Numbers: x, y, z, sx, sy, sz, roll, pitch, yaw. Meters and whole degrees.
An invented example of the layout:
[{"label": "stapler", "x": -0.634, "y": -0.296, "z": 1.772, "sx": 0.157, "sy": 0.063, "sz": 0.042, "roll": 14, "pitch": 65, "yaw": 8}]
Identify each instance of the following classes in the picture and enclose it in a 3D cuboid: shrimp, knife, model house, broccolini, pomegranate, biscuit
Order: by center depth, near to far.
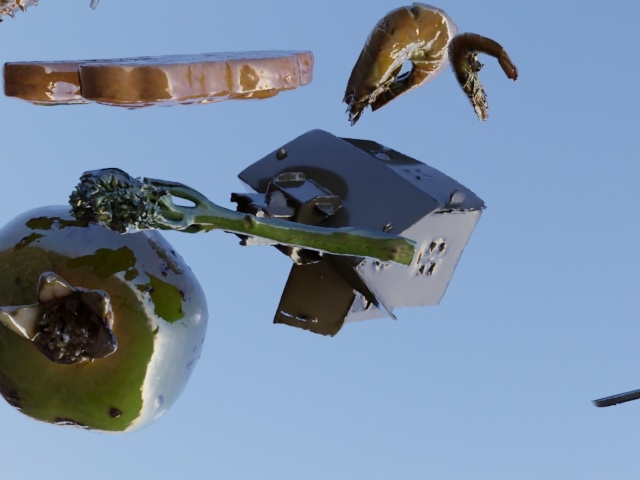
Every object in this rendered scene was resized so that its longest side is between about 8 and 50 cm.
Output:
[{"label": "broccolini", "x": -0.051, "y": -0.020, "z": 0.669, "sx": 0.254, "sy": 0.071, "sz": 0.057, "roll": 6, "pitch": -31, "yaw": -9}, {"label": "biscuit", "x": -0.125, "y": -0.149, "z": 0.858, "sx": 0.202, "sy": 0.334, "sz": 0.047, "roll": 7, "pitch": -74, "yaw": 31}, {"label": "shrimp", "x": 0.175, "y": -0.168, "z": 0.972, "sx": 0.083, "sy": 0.023, "sz": 0.114, "roll": 16, "pitch": -38, "yaw": 43}, {"label": "model house", "x": 0.000, "y": 0.000, "z": 0.978, "sx": 0.211, "sy": 0.243, "sz": 0.204, "roll": 36, "pitch": -65, "yaw": 41}, {"label": "pomegranate", "x": -0.269, "y": 0.108, "z": 1.058, "sx": 0.290, "sy": 0.323, "sz": 0.291, "roll": -3, "pitch": -68, "yaw": -8}, {"label": "knife", "x": 0.461, "y": 0.201, "z": 1.262, "sx": 0.210, "sy": 0.028, "sz": 0.015, "roll": -27, "pitch": -89, "yaw": 37}, {"label": "shrimp", "x": 0.115, "y": -0.267, "z": 1.446, "sx": 0.145, "sy": 0.061, "sz": 0.267, "roll": 13, "pitch": -43, "yaw": -27}]

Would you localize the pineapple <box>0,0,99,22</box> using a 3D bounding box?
[{"label": "pineapple", "x": -0.360, "y": -0.376, "z": 1.218, "sx": 0.309, "sy": 0.141, "sz": 0.170, "roll": -13, "pitch": -42, "yaw": 8}]
